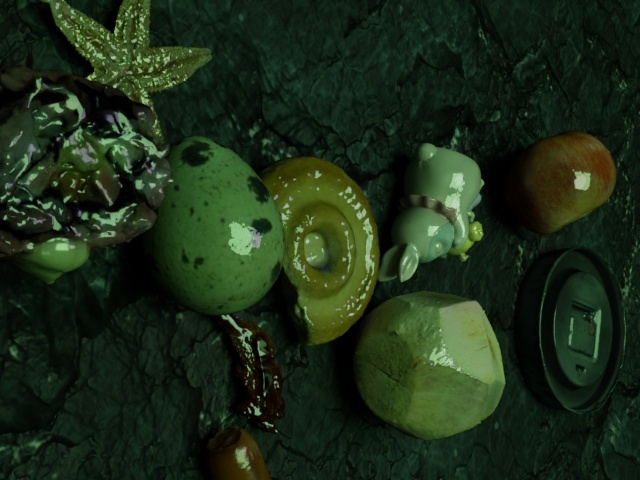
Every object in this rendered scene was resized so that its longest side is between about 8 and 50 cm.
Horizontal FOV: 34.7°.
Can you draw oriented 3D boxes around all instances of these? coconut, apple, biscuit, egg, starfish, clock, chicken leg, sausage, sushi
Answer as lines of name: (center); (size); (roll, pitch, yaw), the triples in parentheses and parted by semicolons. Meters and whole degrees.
coconut: (0.166, 0.186, 1.556); (0.236, 0.197, 0.237); (28, 45, -32)
apple: (0.432, -0.111, 1.857); (0.209, 0.209, 0.164); (-24, 82, -44)
biscuit: (0.001, 0.000, 1.479); (0.213, 0.091, 0.274); (-41, 114, -38)
egg: (-0.136, -0.019, 1.277); (0.177, 0.177, 0.228); (-13, 90, -46)
starfish: (-0.223, -0.213, 1.290); (0.231, 0.048, 0.295); (-52, 124, -35)
clock: (0.490, 0.172, 1.993); (0.325, 0.067, 0.325); (4, 85, -45)
chicken leg: (-0.095, 0.166, 1.398); (0.089, 0.048, 0.219); (-28, 108, -47)
sausage: (-0.097, 0.344, 1.366); (0.076, 0.076, 0.198); (-31, 109, -43)
sushi: (-0.295, -0.071, 1.112); (0.270, 0.170, 0.237); (8, 83, -45)

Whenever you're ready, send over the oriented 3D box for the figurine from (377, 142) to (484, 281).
figurine: (0.179, -0.021, 1.650); (0.155, 0.127, 0.236); (38, 66, -49)
